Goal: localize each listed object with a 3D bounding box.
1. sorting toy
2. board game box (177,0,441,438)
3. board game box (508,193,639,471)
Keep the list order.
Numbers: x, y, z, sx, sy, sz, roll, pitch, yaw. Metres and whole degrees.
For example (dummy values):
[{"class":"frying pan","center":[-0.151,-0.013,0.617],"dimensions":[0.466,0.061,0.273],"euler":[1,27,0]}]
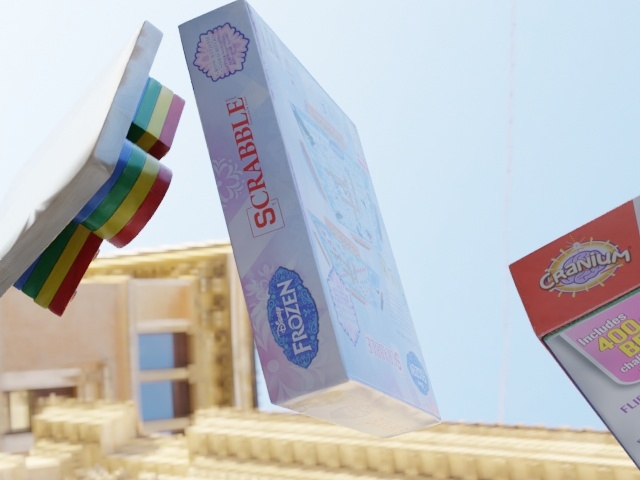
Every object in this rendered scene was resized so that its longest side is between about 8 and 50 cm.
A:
[{"class":"sorting toy","center":[-0.229,-0.046,1.184],"dimensions":[0.257,0.089,0.255],"euler":[-42,-156,30]},{"class":"board game box","center":[0.000,0.000,1.050],"dimensions":[0.066,0.318,0.318],"euler":[-20,-109,13]},{"class":"board game box","center":[0.299,0.066,0.815],"dimensions":[0.242,0.316,0.064],"euler":[-29,-136,13]}]
